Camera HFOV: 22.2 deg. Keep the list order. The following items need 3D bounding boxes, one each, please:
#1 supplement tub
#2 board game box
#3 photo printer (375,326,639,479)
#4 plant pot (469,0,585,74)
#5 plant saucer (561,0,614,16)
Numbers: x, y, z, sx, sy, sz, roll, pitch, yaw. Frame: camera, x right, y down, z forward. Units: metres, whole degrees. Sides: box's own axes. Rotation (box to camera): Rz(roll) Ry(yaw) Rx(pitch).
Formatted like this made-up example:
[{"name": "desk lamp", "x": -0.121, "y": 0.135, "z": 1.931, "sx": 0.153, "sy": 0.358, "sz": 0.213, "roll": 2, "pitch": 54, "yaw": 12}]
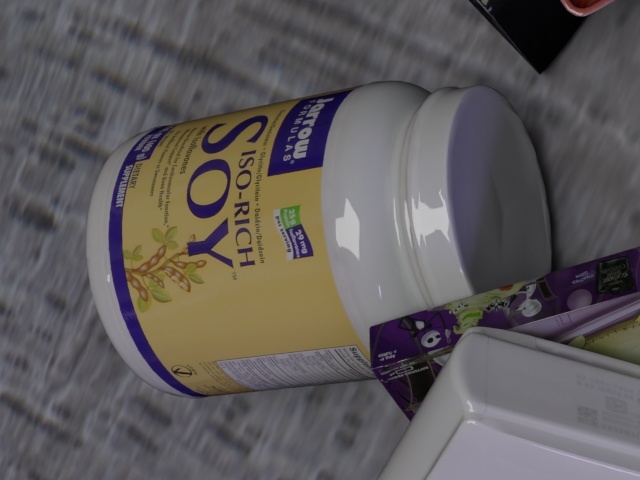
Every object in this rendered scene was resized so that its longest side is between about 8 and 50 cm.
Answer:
[{"name": "supplement tub", "x": 0.000, "y": 0.000, "z": 1.353, "sx": 0.331, "sy": 0.241, "sz": 0.241, "roll": -9, "pitch": 85, "yaw": 29}, {"name": "board game box", "x": 0.235, "y": 0.091, "z": 1.220, "sx": 0.347, "sy": 0.208, "sz": 0.056, "roll": -18, "pitch": 49, "yaw": 19}, {"name": "photo printer", "x": 0.164, "y": 0.213, "z": 1.232, "sx": 0.256, "sy": 0.107, "sz": 0.307, "roll": 16, "pitch": 136, "yaw": -9}, {"name": "plant pot", "x": 0.159, "y": -0.273, "z": 1.309, "sx": 0.167, "sy": 0.188, "sz": 0.187, "roll": -42, "pitch": 70, "yaw": 8}, {"name": "plant saucer", "x": 0.234, "y": -0.317, "z": 1.195, "sx": 0.258, "sy": 0.048, "sz": 0.259, "roll": -28, "pitch": 74, "yaw": -1}]
